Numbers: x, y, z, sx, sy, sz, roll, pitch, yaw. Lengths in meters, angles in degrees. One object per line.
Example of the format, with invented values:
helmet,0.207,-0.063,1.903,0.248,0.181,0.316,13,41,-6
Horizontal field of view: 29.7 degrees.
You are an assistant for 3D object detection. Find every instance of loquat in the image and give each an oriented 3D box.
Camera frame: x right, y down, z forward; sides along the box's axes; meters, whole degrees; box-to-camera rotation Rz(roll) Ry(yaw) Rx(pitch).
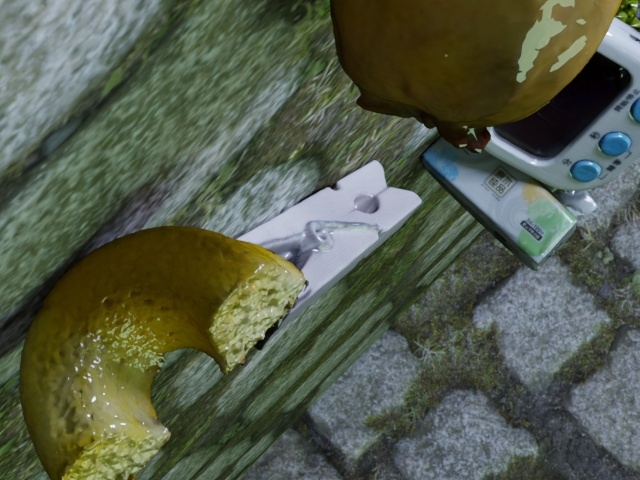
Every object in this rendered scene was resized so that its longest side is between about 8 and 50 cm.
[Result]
loquat,0.109,-0.186,0.814,0.238,0.193,0.238,23,90,-90

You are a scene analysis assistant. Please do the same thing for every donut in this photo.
donut,-0.152,0.075,0.948,0.259,0.152,0.101,-50,155,-5

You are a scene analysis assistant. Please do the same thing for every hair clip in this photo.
hair clip,-0.002,0.003,1.387,0.331,0.101,0.085,-35,163,-52

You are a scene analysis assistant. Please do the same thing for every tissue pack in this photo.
tissue pack,0.281,-0.083,1.772,0.145,0.229,0.159,-47,169,3

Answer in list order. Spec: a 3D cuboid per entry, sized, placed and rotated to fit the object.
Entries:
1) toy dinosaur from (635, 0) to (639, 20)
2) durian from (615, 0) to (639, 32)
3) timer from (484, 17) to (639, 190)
toy dinosaur,0.382,-0.367,1.453,0.251,0.072,0.200,27,86,-54
durian,0.475,-0.301,1.702,0.291,0.224,0.291,-45,162,-19
timer,0.342,-0.190,1.614,0.262,0.237,0.087,-49,-161,43
